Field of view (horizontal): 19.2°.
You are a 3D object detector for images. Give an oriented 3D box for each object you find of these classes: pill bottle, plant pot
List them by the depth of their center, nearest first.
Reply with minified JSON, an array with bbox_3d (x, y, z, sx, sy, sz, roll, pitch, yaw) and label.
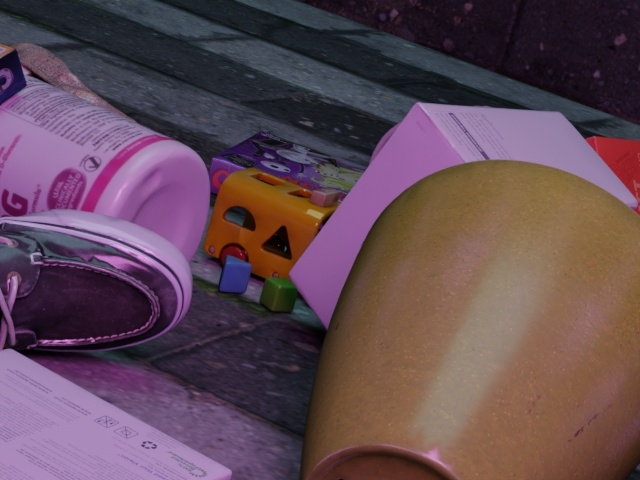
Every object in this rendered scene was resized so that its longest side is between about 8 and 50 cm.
[{"bbox_3d":[0.102,0.124,1.339,0.275,0.274,0.293,20,31,13],"label":"plant pot"},{"bbox_3d":[-0.256,-0.059,1.741,0.283,0.160,0.160,24,17,29],"label":"pill bottle"}]

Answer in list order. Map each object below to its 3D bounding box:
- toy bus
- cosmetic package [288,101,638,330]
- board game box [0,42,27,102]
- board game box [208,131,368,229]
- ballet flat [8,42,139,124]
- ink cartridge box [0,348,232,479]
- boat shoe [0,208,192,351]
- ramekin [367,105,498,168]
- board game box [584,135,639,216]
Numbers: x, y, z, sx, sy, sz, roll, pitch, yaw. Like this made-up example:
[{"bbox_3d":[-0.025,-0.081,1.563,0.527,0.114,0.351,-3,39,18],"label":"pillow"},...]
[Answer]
[{"bbox_3d":[-0.013,-0.003,1.900,0.202,0.104,0.191,9,17,-24],"label":"toy bus"},{"bbox_3d":[0.133,-0.002,1.761,0.225,0.224,0.138,0,45,-48],"label":"cosmetic package"},{"bbox_3d":[-0.404,-0.114,1.670,0.165,0.042,0.243,22,47,38],"label":"board game box"},{"bbox_3d":[0.056,-0.041,2.222,0.347,0.056,0.208,19,20,9],"label":"board game box"},{"bbox_3d":[-0.308,-0.144,2.106,0.106,0.107,0.316,-8,26,-41],"label":"ballet flat"},{"bbox_3d":[-0.211,0.150,1.264,0.223,0.045,0.224,25,20,30],"label":"ink cartridge box"},{"bbox_3d":[-0.269,0.045,1.491,0.335,0.121,0.119,4,24,-4],"label":"boat shoe"},{"bbox_3d":[0.159,-0.045,1.991,0.207,0.207,0.109,27,35,34],"label":"ramekin"},{"bbox_3d":[0.390,0.021,1.996,0.317,0.242,0.064,2,-16,-41],"label":"board game box"}]
